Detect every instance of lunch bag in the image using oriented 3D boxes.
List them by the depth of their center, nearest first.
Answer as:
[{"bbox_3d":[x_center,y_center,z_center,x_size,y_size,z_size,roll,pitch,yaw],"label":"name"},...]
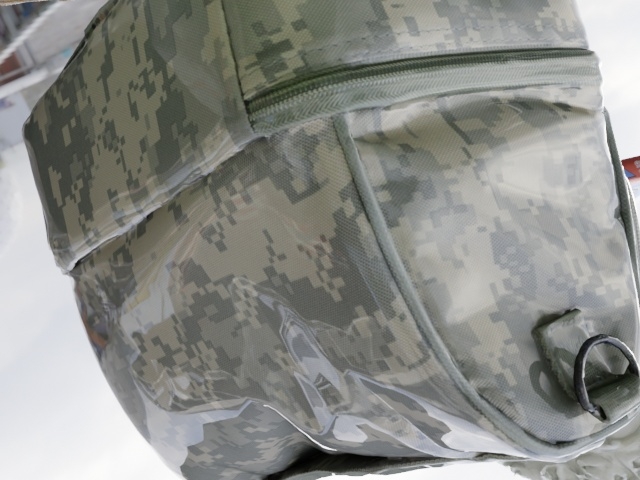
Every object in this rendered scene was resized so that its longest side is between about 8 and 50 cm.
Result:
[{"bbox_3d":[0.000,0.000,0.485,0.212,0.256,0.305,-10,171,-38],"label":"lunch bag"}]

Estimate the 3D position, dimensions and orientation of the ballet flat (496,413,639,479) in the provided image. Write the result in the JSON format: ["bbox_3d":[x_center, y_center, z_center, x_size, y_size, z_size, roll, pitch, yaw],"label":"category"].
[{"bbox_3d":[0.124,0.092,0.688,0.409,0.147,0.147,7,-153,30],"label":"ballet flat"}]

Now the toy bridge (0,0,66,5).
[{"bbox_3d":[-0.290,-0.248,0.921,0.063,0.026,0.188,-20,-157,-32],"label":"toy bridge"}]

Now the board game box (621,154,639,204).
[{"bbox_3d":[0.204,-0.024,0.976,0.281,0.027,0.145,-13,164,-7],"label":"board game box"}]
